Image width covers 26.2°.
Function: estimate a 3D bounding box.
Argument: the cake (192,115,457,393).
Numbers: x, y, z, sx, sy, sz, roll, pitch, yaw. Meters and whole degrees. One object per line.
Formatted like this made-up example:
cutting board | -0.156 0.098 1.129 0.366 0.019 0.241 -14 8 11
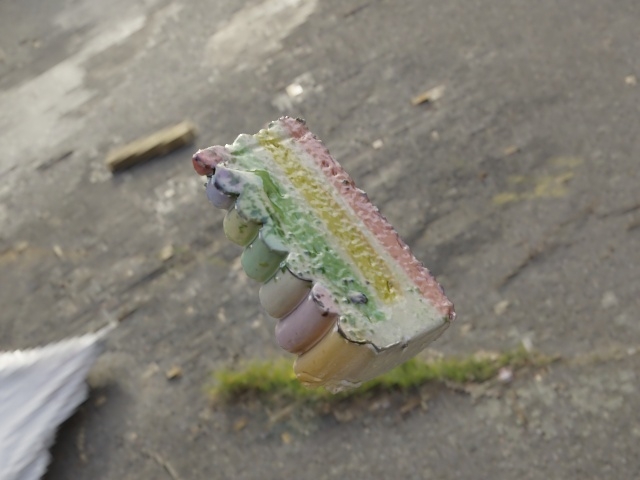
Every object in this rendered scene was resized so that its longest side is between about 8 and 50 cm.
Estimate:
cake | -0.007 0.013 1.052 0.109 0.090 0.225 -21 62 -34
